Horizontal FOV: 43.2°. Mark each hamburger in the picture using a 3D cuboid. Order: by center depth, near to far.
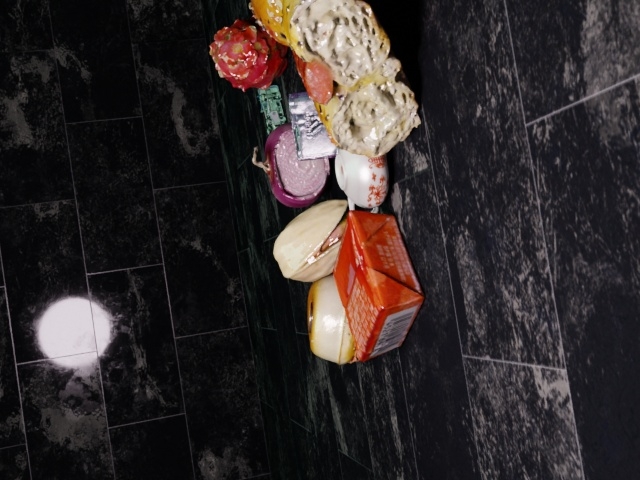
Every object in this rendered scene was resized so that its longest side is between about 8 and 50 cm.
[{"bbox_3d":[0.043,0.180,1.877,0.237,0.147,0.237,-178,90,-83],"label":"hamburger"}]

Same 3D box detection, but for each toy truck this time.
[{"bbox_3d":[-0.141,-0.374,2.439,0.081,0.067,0.175,113,143,-73],"label":"toy truck"}]

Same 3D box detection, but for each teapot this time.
[{"bbox_3d":[0.089,-0.136,1.644,0.159,0.116,0.245,56,158,37],"label":"teapot"}]

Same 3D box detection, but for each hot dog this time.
[{"bbox_3d":[0.004,-0.375,1.472,0.367,0.196,0.365,57,-171,-45],"label":"hot dog"}]

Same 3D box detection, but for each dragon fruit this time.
[{"bbox_3d":[-0.190,-0.530,2.286,0.210,0.205,0.268,70,-154,-19],"label":"dragon fruit"}]

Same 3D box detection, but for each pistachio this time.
[{"bbox_3d":[0.000,0.000,1.819,0.229,0.157,0.157,-38,49,22],"label":"pistachio"}]

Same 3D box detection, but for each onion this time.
[{"bbox_3d":[-0.063,-0.191,2.040,0.207,0.200,0.200,54,166,-5],"label":"onion"}]

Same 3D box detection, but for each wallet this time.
[{"bbox_3d":[-0.012,-0.275,1.924,0.030,0.111,0.166,-33,-63,-76],"label":"wallet"}]

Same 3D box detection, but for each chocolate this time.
[{"bbox_3d":[0.112,0.089,1.644,0.237,0.108,0.235,101,156,-54],"label":"chocolate"}]

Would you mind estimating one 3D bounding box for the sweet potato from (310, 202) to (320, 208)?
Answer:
[{"bbox_3d":[0.030,-0.037,1.973,0.281,0.059,0.067,-141,36,-70],"label":"sweet potato"}]
